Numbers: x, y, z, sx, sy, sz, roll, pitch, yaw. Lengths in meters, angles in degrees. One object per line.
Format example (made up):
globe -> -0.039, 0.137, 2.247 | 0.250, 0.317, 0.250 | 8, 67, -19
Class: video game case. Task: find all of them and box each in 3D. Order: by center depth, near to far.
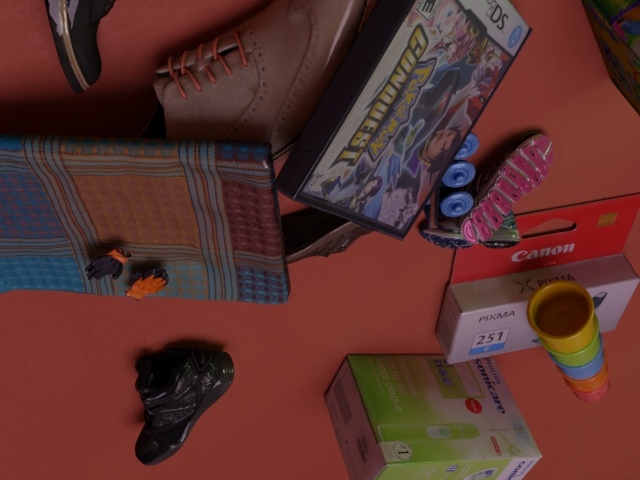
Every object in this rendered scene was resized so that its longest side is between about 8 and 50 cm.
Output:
video game case -> 0.094, -0.140, 0.873 | 0.275, 0.035, 0.248 | -59, 151, 8

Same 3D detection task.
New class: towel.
towel -> -0.224, -0.014, 0.929 | 0.370, 0.040, 0.271 | 2, 145, 5

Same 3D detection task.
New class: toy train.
toy train -> 0.131, -0.094, 1.067 | 0.105, 0.080, 0.184 | -7, 138, -2

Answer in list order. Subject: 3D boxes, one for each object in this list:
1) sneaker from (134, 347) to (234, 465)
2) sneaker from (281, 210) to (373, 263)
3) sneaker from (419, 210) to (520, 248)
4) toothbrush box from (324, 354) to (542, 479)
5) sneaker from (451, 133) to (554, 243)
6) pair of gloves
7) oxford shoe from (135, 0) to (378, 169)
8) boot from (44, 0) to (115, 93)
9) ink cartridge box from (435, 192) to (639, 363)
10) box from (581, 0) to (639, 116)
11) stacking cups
sneaker -> -0.236, 0.236, 1.277 | 0.130, 0.087, 0.227 | 20, 123, -34
sneaker -> 0.000, 0.000, 1.123 | 0.188, 0.066, 0.071 | -22, 140, 3
sneaker -> 0.203, -0.021, 1.198 | 0.135, 0.058, 0.052 | 2, 164, 6
toothbrush box -> 0.175, 0.298, 1.411 | 0.283, 0.206, 0.122 | 5, 133, -25
sneaker -> 0.229, -0.076, 1.139 | 0.063, 0.075, 0.170 | 39, 91, -29
pair of gloves -> -0.212, 0.039, 0.963 | 0.083, 0.010, 0.074 | 30, 138, -31
oxford shoe -> -0.082, -0.148, 0.877 | 0.146, 0.140, 0.397 | 19, 126, -32
boot -> -0.184, -0.232, 0.798 | 0.137, 0.077, 0.198 | -14, 140, -14
ink cartridge box -> 0.337, 0.064, 1.326 | 0.296, 0.066, 0.261 | -10, 139, -11
box -> 0.476, -0.215, 0.912 | 0.290, 0.279, 0.177 | -30, 138, 12
stacking cups -> 0.396, 0.177, 1.351 | 0.096, 0.096, 0.316 | -27, 141, 8
